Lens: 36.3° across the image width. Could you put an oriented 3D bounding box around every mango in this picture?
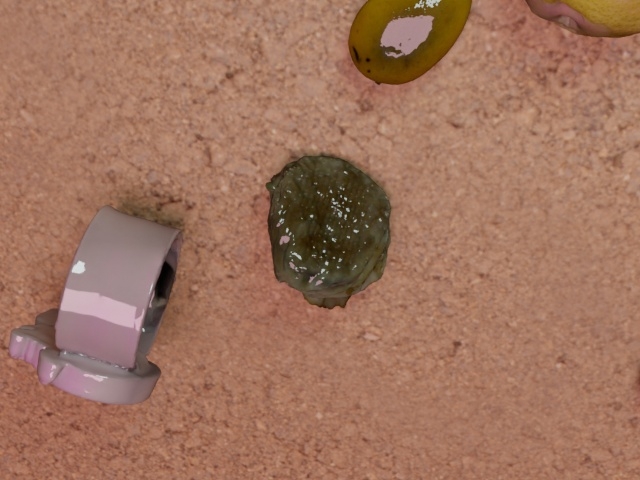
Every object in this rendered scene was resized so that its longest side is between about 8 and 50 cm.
[{"bbox_3d":[0.102,-0.242,1.082,0.161,0.076,0.103,-42,98,18],"label":"mango"}]

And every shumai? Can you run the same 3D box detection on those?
[{"bbox_3d":[-0.002,-0.006,1.220,0.184,0.184,0.142,31,149,-8],"label":"shumai"}]

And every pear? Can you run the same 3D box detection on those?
[{"bbox_3d":[0.281,-0.280,0.977,0.178,0.178,0.178,4,119,7],"label":"pear"}]

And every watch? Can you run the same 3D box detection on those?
[{"bbox_3d":[-0.277,0.070,1.257,0.196,0.244,0.231,15,98,-2],"label":"watch"}]
